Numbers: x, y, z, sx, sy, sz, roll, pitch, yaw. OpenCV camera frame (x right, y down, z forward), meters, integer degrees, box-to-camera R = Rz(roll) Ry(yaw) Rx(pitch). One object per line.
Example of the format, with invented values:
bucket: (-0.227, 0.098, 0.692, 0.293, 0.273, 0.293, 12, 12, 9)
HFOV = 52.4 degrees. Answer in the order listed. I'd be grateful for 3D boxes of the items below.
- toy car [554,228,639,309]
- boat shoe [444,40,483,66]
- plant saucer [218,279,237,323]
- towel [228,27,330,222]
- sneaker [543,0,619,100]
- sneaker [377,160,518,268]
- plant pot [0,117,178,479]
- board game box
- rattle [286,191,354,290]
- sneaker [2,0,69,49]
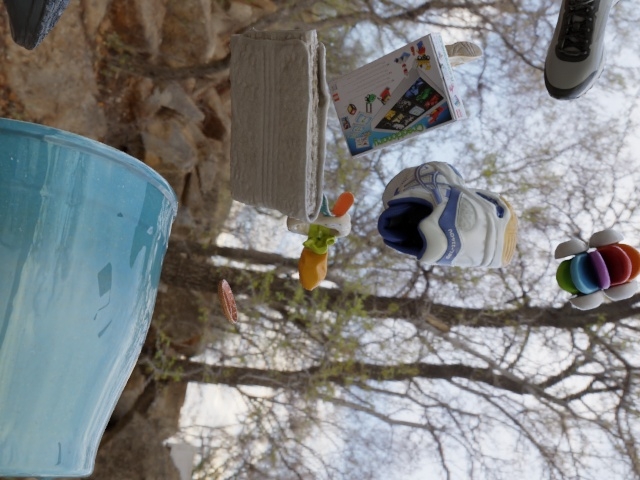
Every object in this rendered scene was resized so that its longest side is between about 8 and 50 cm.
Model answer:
toy car: (0.614, 0.062, 1.427, 0.136, 0.182, 0.159, 41, 32, -85)
boat shoe: (0.387, -0.529, 1.871, 0.059, 0.170, 0.063, 122, -47, -57)
plant saucer: (-0.173, 0.114, 1.204, 0.083, 0.013, 0.083, -16, 90, -88)
towel: (-0.070, -0.181, 1.006, 0.187, 0.049, 0.282, 17, -69, 41)
sneaker: (0.430, -0.367, 1.077, 0.100, 0.108, 0.271, 20, -82, 35)
sneaker: (0.126, -0.042, 0.847, 0.296, 0.131, 0.111, -143, -128, -69)
plant pot: (-0.271, 0.071, 0.560, 0.272, 0.272, 0.255, -33, -129, 57)
board game box: (0.165, -0.319, 1.476, 0.305, 0.053, 0.193, -14, -84, 44)
rattle: (0.000, 0.000, 1.206, 0.200, 0.130, 0.142, -18, -135, 64)
sneaker: (-0.430, -0.400, 0.944, 0.286, 0.130, 0.109, -47, -157, 49)
